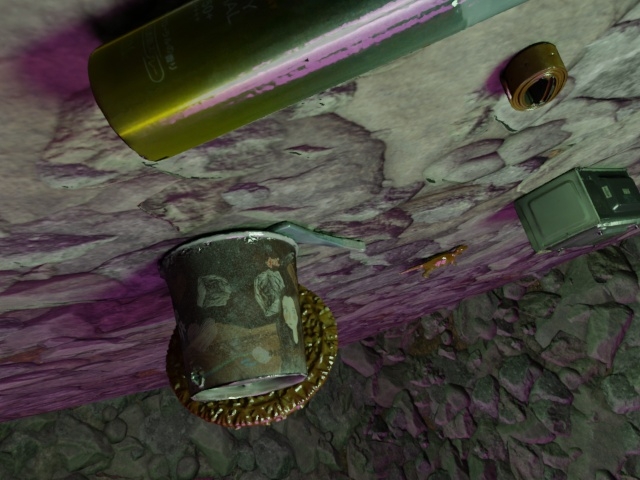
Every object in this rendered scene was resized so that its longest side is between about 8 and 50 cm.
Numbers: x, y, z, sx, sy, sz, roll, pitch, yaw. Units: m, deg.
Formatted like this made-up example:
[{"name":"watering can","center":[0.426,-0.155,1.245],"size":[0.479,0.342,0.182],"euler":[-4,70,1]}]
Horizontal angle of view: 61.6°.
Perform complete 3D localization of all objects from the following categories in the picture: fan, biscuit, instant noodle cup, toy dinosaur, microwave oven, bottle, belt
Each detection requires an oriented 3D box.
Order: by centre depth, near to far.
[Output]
[{"name":"bottle","center":[0.004,-0.136,0.323],"size":[0.286,0.082,0.082],"euler":[-20,164,12]},{"name":"belt","center":[0.215,-0.161,0.542],"size":[0.059,0.035,0.083],"euler":[-19,163,11]},{"name":"instant noodle cup","center":[-0.120,0.119,0.797],"size":[0.218,0.207,0.217],"euler":[-11,159,-4]},{"name":"fan","center":[0.000,0.000,0.901],"size":[0.057,0.023,0.282],"euler":[-26,160,26]},{"name":"biscuit","center":[-0.120,0.178,0.929],"size":[0.306,0.305,0.038],"euler":[-15,137,-6]},{"name":"microwave oven","center":[0.516,-0.054,1.054],"size":[0.205,0.129,0.163],"euler":[-7,162,-35]},{"name":"toy dinosaur","center":[0.284,0.053,1.361],"size":[0.162,0.039,0.126],"euler":[-6,152,-19]}]
